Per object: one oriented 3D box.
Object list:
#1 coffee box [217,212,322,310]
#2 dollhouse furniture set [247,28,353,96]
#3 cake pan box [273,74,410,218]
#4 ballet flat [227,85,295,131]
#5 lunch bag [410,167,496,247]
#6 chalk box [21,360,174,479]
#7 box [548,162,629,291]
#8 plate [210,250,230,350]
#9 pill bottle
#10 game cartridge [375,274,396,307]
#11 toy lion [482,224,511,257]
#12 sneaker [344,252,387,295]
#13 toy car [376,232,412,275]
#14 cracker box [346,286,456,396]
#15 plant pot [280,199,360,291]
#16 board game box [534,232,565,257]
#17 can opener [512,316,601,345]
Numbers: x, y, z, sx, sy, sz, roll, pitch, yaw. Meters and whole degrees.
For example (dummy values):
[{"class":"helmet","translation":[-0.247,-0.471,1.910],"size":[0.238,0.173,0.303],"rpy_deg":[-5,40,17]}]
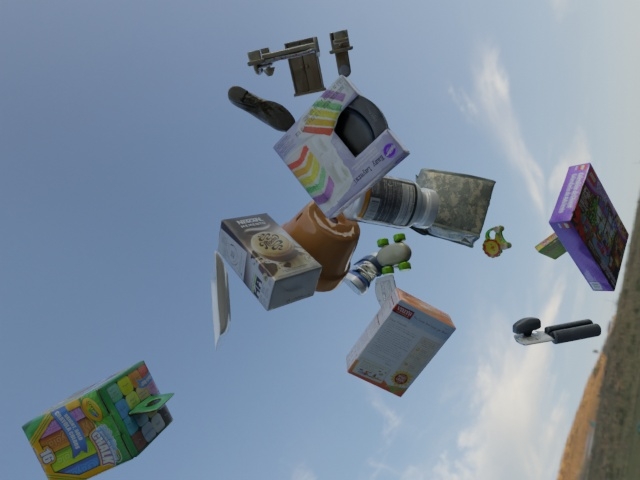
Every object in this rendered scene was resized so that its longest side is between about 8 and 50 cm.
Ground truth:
[{"class":"coffee box","translation":[-0.158,0.051,1.237],"size":[0.168,0.297,0.118],"rpy_deg":[-14,-47,-39]},{"class":"dollhouse furniture set","translation":[-0.036,-0.520,1.274],"size":[0.355,0.303,0.173],"rpy_deg":[-90,-12,-63]},{"class":"cake pan box","translation":[0.049,-0.227,1.034],"size":[0.245,0.267,0.070],"rpy_deg":[53,-156,6]},{"class":"ballet flat","translation":[-0.197,-0.435,1.403],"size":[0.250,0.058,0.084],"rpy_deg":[27,-105,-3]},{"class":"lunch bag","translation":[0.474,-0.129,1.578],"size":[0.169,0.287,0.235],"rpy_deg":[63,-134,-71]},{"class":"chalk box","translation":[-0.492,0.419,0.992],"size":[0.179,0.289,0.180],"rpy_deg":[62,-172,1]},{"class":"box","translation":[0.717,-0.031,1.106],"size":[0.293,0.057,0.201],"rpy_deg":[44,-116,-25]},{"class":"plate","translation":[-0.338,0.210,1.413],"size":[0.045,0.278,0.277],"rpy_deg":[-2,-114,-19]},{"class":"pill bottle","translation":[0.220,-0.123,1.329],"size":[0.279,0.162,0.162],"rpy_deg":[8,-90,-17]},{"class":"game cartridge","translation":[0.171,0.132,1.088],"size":[0.017,0.056,0.083],"rpy_deg":[57,-157,-52]},{"class":"toy lion","translation":[0.598,0.008,1.440],"size":[0.034,0.096,0.100],"rpy_deg":[-12,-102,-38]},{"class":"sneaker","translation":[0.217,0.126,1.882],"size":[0.236,0.130,0.323],"rpy_deg":[-43,-6,-4]},{"class":"toy car","translation":[0.342,0.072,1.798],"size":[0.188,0.149,0.155],"rpy_deg":[20,-122,-54]},{"class":"cracker box","translation":[0.186,0.245,0.997],"size":[0.156,0.067,0.232],"rpy_deg":[28,-70,-10]},{"class":"plant pot","translation":[0.000,0.000,1.408],"size":[0.291,0.291,0.203],"rpy_deg":[-13,-34,-45]},{"class":"board game box","translation":[0.837,0.008,1.463],"size":[0.124,0.039,0.259],"rpy_deg":[-45,-31,26]},{"class":"can opener","translation":[0.796,0.297,1.418],"size":[0.284,0.076,0.095],"rpy_deg":[-11,-77,-1]}]
